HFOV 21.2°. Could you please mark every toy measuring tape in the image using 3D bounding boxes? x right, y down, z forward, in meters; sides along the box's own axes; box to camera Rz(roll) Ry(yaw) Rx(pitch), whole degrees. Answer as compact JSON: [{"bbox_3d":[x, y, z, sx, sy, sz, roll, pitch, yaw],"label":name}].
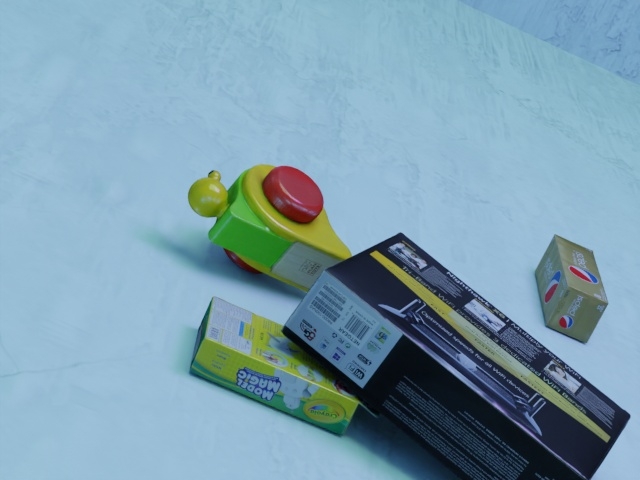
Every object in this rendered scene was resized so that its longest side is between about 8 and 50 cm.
[{"bbox_3d":[0.000,0.000,1.839,0.330,0.121,0.121,25,19,-26],"label":"toy measuring tape"}]

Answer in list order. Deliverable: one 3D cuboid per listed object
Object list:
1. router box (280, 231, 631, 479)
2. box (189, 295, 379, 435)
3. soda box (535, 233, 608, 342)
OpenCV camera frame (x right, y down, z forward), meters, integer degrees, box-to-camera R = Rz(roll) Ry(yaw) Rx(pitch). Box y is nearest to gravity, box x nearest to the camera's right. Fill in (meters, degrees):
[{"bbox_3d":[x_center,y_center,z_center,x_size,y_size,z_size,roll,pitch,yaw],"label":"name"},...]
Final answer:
[{"bbox_3d":[0.138,0.130,1.648,0.309,0.081,0.243,39,19,11],"label":"router box"},{"bbox_3d":[-0.030,0.120,1.600,0.179,0.043,0.105,22,20,-6],"label":"box"},{"bbox_3d":[0.313,0.058,2.143,0.058,0.061,0.181,23,20,-7],"label":"soda box"}]
